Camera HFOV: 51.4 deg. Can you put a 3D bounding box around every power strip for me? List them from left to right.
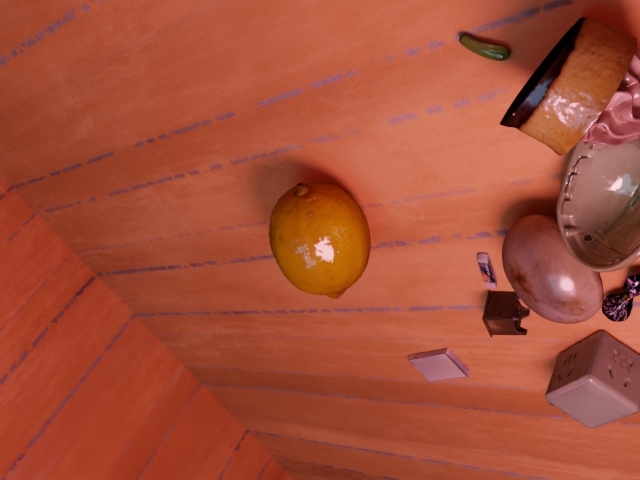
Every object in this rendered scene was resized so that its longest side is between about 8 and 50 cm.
[{"bbox_3d":[0.608,0.327,1.505,0.139,0.140,0.224,32,146,0],"label":"power strip"}]

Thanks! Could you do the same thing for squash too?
[{"bbox_3d":[0.268,-0.316,1.092,0.089,0.027,0.027,22,144,17],"label":"squash"}]

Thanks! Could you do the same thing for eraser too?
[{"bbox_3d":[0.328,0.349,1.850,0.104,0.023,0.150,45,144,-17],"label":"eraser"},{"bbox_3d":[0.371,0.068,1.480,0.027,0.019,0.099,3,136,35],"label":"eraser"}]

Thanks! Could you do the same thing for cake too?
[{"bbox_3d":[0.396,-0.204,0.981,0.178,0.185,0.208,38,123,0],"label":"cake"}]

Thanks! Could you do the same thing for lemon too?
[{"bbox_3d":[-0.001,-0.004,1.500,0.236,0.236,0.263,22,129,15],"label":"lemon"}]

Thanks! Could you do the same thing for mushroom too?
[{"bbox_3d":[0.450,0.047,1.265,0.226,0.178,0.226,54,-177,-4],"label":"mushroom"}]

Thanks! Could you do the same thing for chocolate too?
[{"bbox_3d":[0.610,0.098,1.302,0.147,0.072,0.070,106,145,-46],"label":"chocolate"}]

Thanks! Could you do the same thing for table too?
[{"bbox_3d":[0.423,0.166,1.506,0.082,0.083,0.070,-5,134,32],"label":"table"}]

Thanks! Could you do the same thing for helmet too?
[{"bbox_3d":[0.513,-0.078,1.095,0.204,0.137,0.258,-133,42,-52],"label":"helmet"}]
